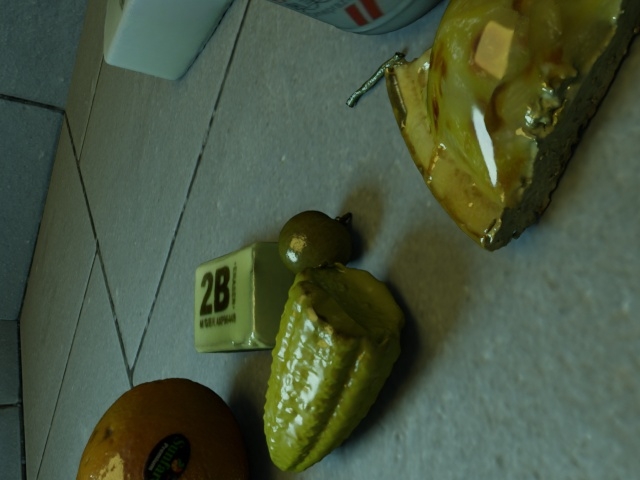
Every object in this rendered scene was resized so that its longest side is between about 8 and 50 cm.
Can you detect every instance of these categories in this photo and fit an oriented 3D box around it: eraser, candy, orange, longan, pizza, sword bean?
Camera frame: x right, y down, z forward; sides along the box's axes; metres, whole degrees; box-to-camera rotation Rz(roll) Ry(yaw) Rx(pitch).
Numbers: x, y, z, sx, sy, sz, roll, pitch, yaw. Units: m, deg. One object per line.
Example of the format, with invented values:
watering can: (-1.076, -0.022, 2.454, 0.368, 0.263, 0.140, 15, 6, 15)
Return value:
eraser: (-0.240, -0.445, 0.967, 0.331, 0.149, 0.332, -16, 70, 54)
candy: (-0.001, 0.124, 0.517, 0.106, 0.094, 0.199, 54, 134, 47)
orange: (-0.173, 0.258, 0.665, 0.206, 0.205, 0.206, -19, 67, 55)
longan: (0.000, 0.000, 0.569, 0.083, 0.075, 0.075, -40, 32, -13)
eraser: (-0.093, 0.071, 0.701, 0.172, 0.058, 0.117, -18, 68, 55)
pizza: (0.103, -0.123, 0.418, 0.188, 0.080, 0.204, -64, 35, 25)
sword bean: (0.050, -0.153, 0.570, 0.083, 0.012, 0.012, -34, 55, 49)

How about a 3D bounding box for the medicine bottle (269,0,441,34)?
medicine bottle: (-0.032, -0.318, 0.461, 0.245, 0.306, 0.245, -20, 67, 55)
